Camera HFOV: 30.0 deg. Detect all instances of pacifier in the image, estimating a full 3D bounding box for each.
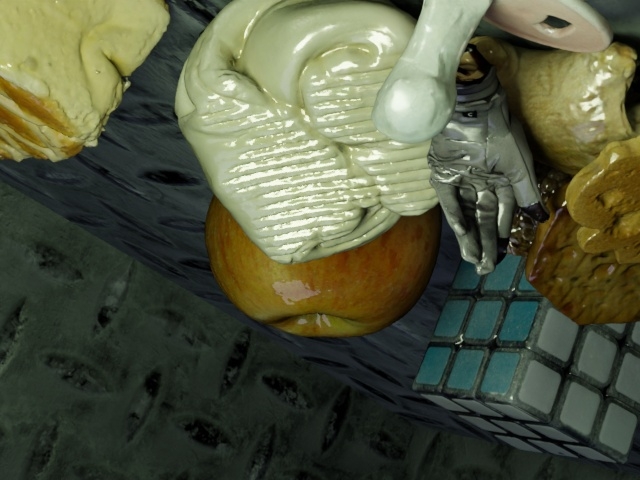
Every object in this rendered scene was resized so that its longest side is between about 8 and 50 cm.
[{"bbox_3d":[0.136,-0.248,1.222,0.332,0.273,0.220,24,145,-4],"label":"pacifier"}]

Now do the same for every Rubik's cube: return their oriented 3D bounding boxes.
[{"bbox_3d":[0.405,0.206,2.186,0.303,0.305,0.301,29,162,-26],"label":"Rubik's cube"}]

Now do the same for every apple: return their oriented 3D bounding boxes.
[{"bbox_3d":[0.000,0.000,1.996,0.400,0.334,0.400,22,165,6],"label":"apple"}]

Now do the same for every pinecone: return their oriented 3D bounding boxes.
[{"bbox_3d":[0.298,-0.069,1.641,0.204,0.179,0.184,-107,-4,-63],"label":"pinecone"}]

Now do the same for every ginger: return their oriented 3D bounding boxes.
[{"bbox_3d":[0.270,-0.176,1.427,0.221,0.130,0.275,39,153,-21],"label":"ginger"}]

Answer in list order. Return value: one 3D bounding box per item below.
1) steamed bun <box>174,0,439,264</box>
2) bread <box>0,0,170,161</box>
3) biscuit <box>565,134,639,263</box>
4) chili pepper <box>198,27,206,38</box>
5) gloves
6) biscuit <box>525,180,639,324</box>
[{"bbox_3d":[0.004,-0.169,1.540,0.342,0.255,0.368,-11,127,10],"label":"steamed bun"},{"bbox_3d":[-0.477,-0.322,1.707,0.371,0.279,0.390,5,155,43],"label":"bread"},{"bbox_3d":[0.378,-0.050,1.421,0.184,0.035,0.249,-31,143,22],"label":"biscuit"},{"bbox_3d":[-0.116,-0.255,1.760,0.148,0.116,0.264,12,166,-6],"label":"chili pepper"},{"bbox_3d":[0.192,-0.093,1.397,0.142,0.119,0.285,-1,117,16],"label":"gloves"},{"bbox_3d":[0.439,-0.009,1.551,0.359,0.046,0.359,-7,140,-6],"label":"biscuit"}]
